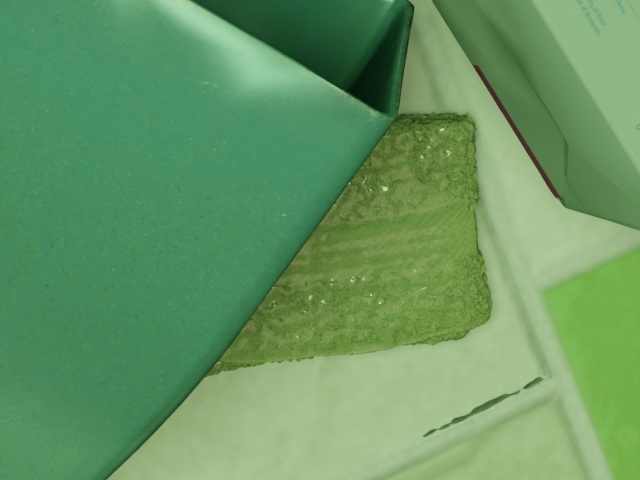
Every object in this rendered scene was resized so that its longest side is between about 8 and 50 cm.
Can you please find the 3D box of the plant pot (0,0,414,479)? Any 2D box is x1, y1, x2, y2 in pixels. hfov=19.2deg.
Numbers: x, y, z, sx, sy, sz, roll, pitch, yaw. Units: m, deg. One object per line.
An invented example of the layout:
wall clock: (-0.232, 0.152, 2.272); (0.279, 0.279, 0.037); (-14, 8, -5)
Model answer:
plant pot: (-0.096, -0.015, 0.716); (0.165, 0.165, 0.234); (29, 111, -6)

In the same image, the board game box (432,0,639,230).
board game box: (0.171, -0.183, 0.733); (0.303, 0.097, 0.224); (-39, 112, -12)

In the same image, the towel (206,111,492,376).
towel: (0.000, 0.000, 0.823); (0.148, 0.027, 0.110); (-9, 108, -9)
